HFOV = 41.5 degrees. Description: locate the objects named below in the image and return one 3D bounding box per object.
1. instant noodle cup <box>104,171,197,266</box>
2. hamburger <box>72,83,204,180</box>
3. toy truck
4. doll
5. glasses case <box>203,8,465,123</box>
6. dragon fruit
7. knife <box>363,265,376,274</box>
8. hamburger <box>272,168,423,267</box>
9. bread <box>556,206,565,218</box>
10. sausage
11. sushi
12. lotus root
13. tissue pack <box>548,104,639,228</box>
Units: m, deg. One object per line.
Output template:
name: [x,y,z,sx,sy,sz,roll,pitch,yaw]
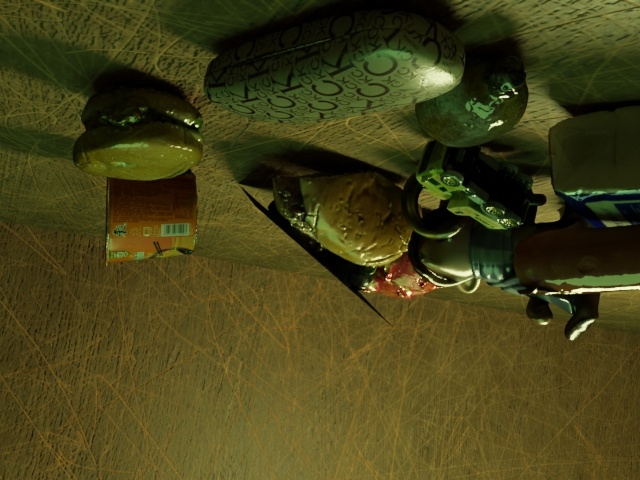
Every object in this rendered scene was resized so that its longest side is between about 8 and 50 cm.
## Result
instant noodle cup: [-0.354,-0.060,1.754,0.182,0.230,0.230,0,173,-14]
hamburger: [-0.269,-0.165,1.266,0.189,0.122,0.215,4,169,-20]
toy truck: [0.229,-0.086,1.296,0.191,0.085,0.116,31,158,-27]
doll: [0.312,0.014,1.451,0.339,0.318,0.209,8,-156,39]
glasses case: [0.003,-0.190,0.964,0.137,0.085,0.354,18,167,-42]
dragon fruit: [0.199,0.034,1.872,0.268,0.210,0.205,11,-149,4]
knife: [0.116,-0.012,1.698,0.054,0.212,0.015,11,139,14]
hamburger: [0.055,-0.049,1.570,0.282,0.245,0.155,-27,-166,-37]
bread: [0.558,0.001,1.566,0.185,0.124,0.257,14,168,-30]
sausage: [0.450,0.019,1.053,0.418,0.094,0.094,-4,-159,28]
sushi: [0.000,0.000,1.715,0.359,0.064,0.343,42,-179,-16]
lotus root: [0.180,-0.164,0.981,0.113,0.088,0.192,17,169,-14]
tissue pack: [0.447,-0.082,1.118,0.209,0.137,0.269,-2,164,36]
